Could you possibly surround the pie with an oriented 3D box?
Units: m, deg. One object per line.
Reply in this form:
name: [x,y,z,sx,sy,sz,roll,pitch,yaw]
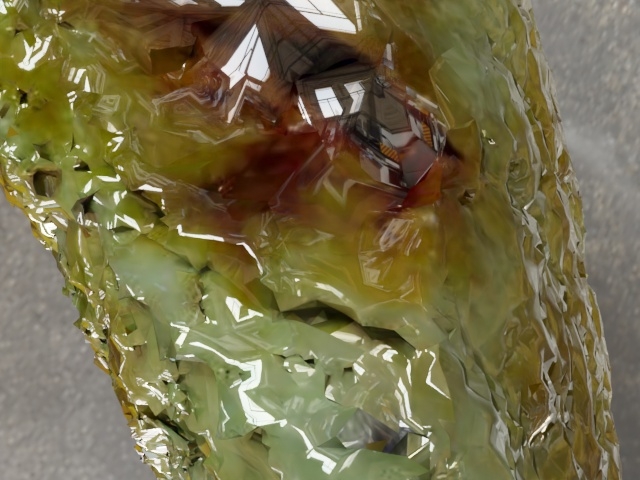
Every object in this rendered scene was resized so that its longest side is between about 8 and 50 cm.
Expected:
pie: [0.009,0.023,0.549,0.180,0.395,0.418,-16,84,11]
